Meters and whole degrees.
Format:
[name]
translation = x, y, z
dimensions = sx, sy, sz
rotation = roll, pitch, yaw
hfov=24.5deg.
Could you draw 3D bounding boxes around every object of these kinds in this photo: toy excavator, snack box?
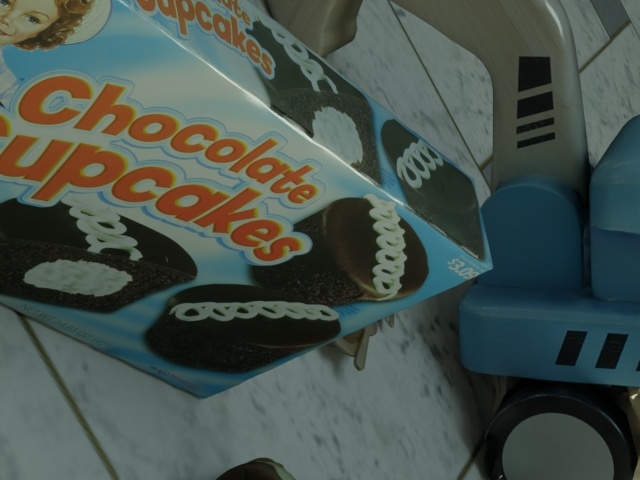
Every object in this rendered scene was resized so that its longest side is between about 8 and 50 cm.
[toy excavator]
translation = 0.186, -0.039, 1.062
dimensions = 0.222, 0.432, 0.445
rotation = -38, 128, -63
[snack box]
translation = -0.086, -0.033, 0.649
dimensions = 0.322, 0.187, 0.060
rotation = 33, 40, -45

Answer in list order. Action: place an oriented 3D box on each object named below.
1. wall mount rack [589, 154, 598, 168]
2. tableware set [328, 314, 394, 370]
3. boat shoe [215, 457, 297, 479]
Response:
[wall mount rack]
translation = 0.355, 0.058, 1.437
dimensions = 0.350, 0.130, 0.304
rotation = 42, 38, -37
[tableware set]
translation = 0.000, 0.000, 0.959
dimensions = 0.169, 0.020, 0.141
rotation = 55, 28, -17
[boat shoe]
translation = 0.008, 0.198, 0.755
dimensions = 0.190, 0.068, 0.072
rotation = 68, 15, 9
